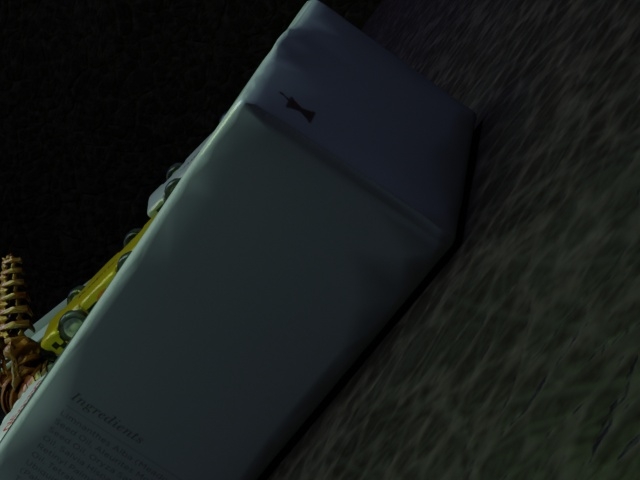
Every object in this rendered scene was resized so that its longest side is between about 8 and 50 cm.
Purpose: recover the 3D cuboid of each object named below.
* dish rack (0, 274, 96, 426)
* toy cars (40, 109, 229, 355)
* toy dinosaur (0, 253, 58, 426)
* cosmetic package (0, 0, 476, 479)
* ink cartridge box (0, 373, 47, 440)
[{"bbox_3d":[-0.328,0.185,1.729,0.333,0.072,0.286,-41,-35,-33],"label":"dish rack"},{"bbox_3d":[-0.166,-0.008,1.503,0.176,0.087,0.394,-25,26,55],"label":"toy cars"},{"bbox_3d":[-0.295,0.176,1.543,0.218,0.164,0.322,-27,-54,-30],"label":"toy dinosaur"},{"bbox_3d":[-0.086,0.069,0.967,0.453,0.161,0.230,-53,7,27],"label":"cosmetic package"},{"bbox_3d":[-0.178,0.143,1.244,0.237,0.100,0.172,-34,10,9],"label":"ink cartridge box"}]
